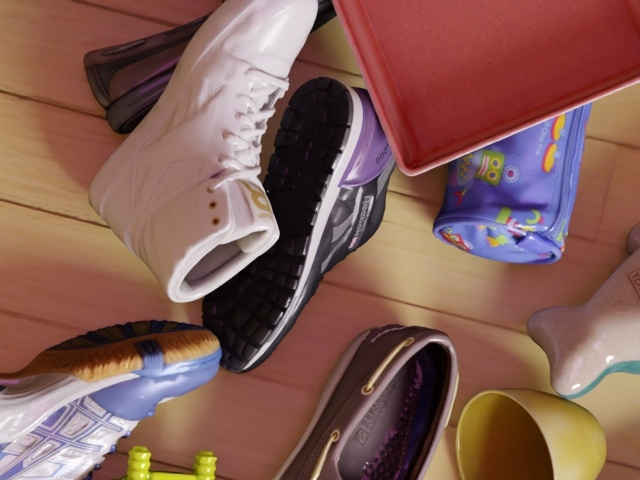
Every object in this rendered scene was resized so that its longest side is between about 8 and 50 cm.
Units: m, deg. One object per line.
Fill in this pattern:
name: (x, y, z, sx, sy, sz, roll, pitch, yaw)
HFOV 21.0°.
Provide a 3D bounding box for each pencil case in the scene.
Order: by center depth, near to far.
pencil case: (0.198, -0.130, 1.588, 0.119, 0.133, 0.306, 20, 81, -36)

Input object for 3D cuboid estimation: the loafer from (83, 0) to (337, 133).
loafer: (-0.092, -0.197, 1.584, 0.267, 0.096, 0.084, -31, 81, -7)

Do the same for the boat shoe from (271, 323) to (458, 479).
boat shoe: (0.028, 0.220, 1.514, 0.117, 0.097, 0.324, 33, 70, -20)

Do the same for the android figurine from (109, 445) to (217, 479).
android figurine: (-0.143, 0.317, 1.509, 0.248, 0.056, 0.272, 9, 84, -23)

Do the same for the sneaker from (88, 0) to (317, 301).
sneaker: (-0.066, -0.082, 1.497, 0.292, 0.108, 0.169, -53, 56, 19)

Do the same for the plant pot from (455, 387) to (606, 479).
plant pot: (0.200, 0.191, 1.561, 0.095, 0.134, 0.134, -10, 84, -35)

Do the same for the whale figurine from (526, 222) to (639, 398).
whale figurine: (0.332, 0.074, 1.577, 0.272, 0.141, 0.216, -24, 42, 3)

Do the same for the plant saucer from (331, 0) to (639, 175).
plant saucer: (0.149, -0.214, 1.526, 0.258, 0.048, 0.259, -23, 76, 6)

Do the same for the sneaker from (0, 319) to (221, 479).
sneaker: (-0.223, 0.164, 1.532, 0.296, 0.112, 0.131, -18, 104, -8)

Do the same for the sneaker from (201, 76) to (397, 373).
sneaker: (0.000, 0.000, 1.562, 0.124, 0.107, 0.283, 14, 106, -46)
